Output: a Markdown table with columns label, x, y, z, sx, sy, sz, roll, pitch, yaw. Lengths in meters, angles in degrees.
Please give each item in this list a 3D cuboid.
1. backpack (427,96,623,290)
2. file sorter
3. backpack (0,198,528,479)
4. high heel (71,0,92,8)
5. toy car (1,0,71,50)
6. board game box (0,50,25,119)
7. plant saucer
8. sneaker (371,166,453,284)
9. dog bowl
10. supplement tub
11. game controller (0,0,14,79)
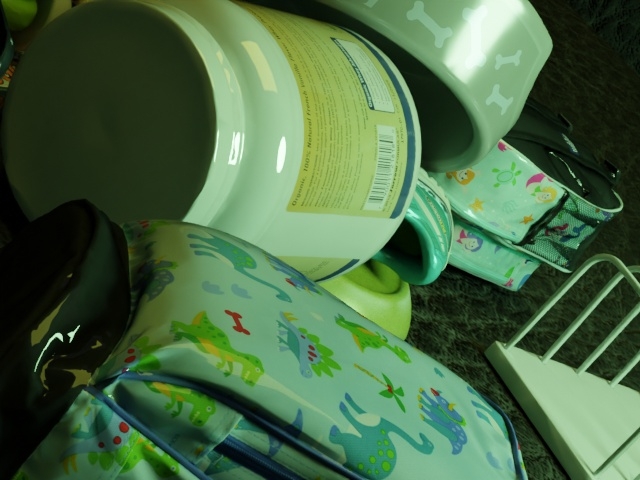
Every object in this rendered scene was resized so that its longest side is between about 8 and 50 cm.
| label | x | y | z | sx | sy | sz | roll | pitch | yaw |
| --- | --- | --- | --- | --- | --- | --- | --- | --- | --- |
| backpack | 0.170 | -0.078 | 2.124 | 0.253 | 0.191 | 0.225 | 29 | 19 | -51 |
| file sorter | 0.343 | 0.148 | 1.993 | 0.277 | 0.173 | 0.193 | 20 | 28 | -46 |
| backpack | -0.049 | 0.136 | 1.202 | 0.355 | 0.273 | 0.290 | 49 | 10 | -15 |
| high heel | -0.302 | -0.267 | 1.855 | 0.186 | 0.093 | 0.261 | -3 | 58 | -29 |
| toy car | -0.270 | -0.252 | 1.627 | 0.159 | 0.136 | 0.182 | 22 | 26 | -44 |
| board game box | -0.292 | -0.155 | 1.639 | 0.136 | 0.035 | 0.201 | 48 | 20 | 18 |
| plant saucer | 0.000 | 0.000 | 1.862 | 0.241 | 0.037 | 0.241 | 36 | 19 | -14 |
| sneaker | 0.013 | -0.057 | 1.810 | 0.275 | 0.107 | 0.110 | 32 | 34 | -19 |
| dog bowl | 0.035 | -0.185 | 1.815 | 0.348 | 0.102 | 0.349 | 26 | -18 | 9 |
| supplement tub | -0.081 | -0.077 | 1.579 | 0.228 | 0.228 | 0.316 | 49 | 20 | 21 |
| game controller | -0.318 | -0.178 | 1.446 | 0.319 | 0.166 | 0.067 | -114 | -179 | -46 |
